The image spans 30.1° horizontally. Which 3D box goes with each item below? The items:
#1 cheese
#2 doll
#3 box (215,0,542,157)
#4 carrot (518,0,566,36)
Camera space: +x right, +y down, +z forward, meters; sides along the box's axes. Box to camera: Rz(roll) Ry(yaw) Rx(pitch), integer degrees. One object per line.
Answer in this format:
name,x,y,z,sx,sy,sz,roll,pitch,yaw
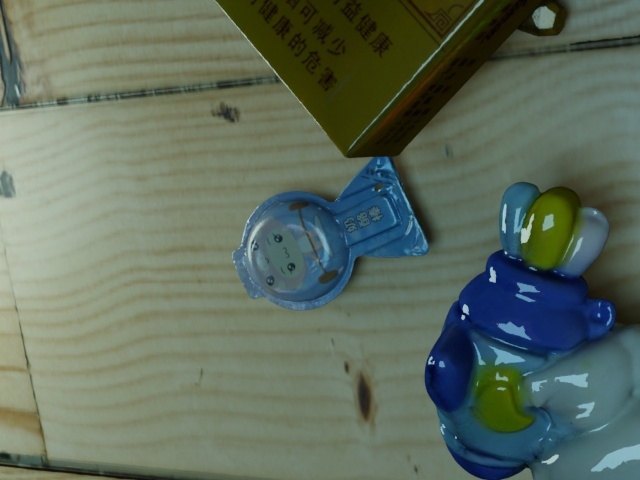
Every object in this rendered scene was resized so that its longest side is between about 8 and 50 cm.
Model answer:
cheese,0.000,0.000,1.310,0.244,0.052,0.135,-24,91,33
doll,0.238,0.144,1.154,0.376,0.187,0.365,-43,88,5
box,0.101,-0.306,1.097,0.415,0.116,0.264,-48,69,26
carrot,0.156,-0.236,1.162,0.170,0.042,0.042,21,114,26
